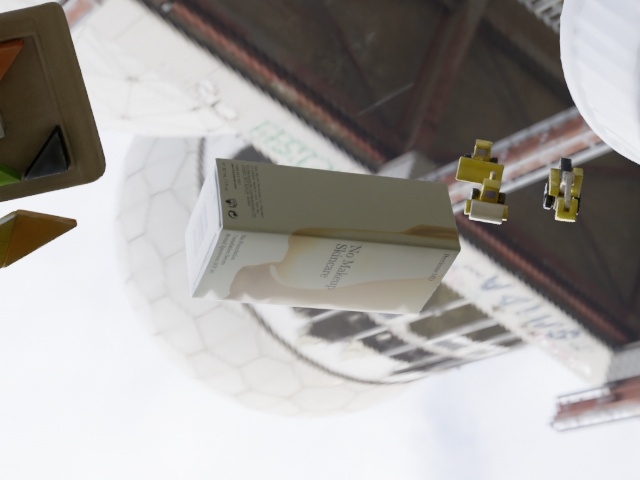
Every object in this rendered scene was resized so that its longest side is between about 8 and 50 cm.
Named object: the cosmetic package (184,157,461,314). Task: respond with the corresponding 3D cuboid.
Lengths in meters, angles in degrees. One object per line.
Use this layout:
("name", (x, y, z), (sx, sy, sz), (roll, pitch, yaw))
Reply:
("cosmetic package", (0.000, 0.000, 0.627), (0.115, 0.060, 0.041), (5, -127, -18))

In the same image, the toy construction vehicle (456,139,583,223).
("toy construction vehicle", (0.134, -0.041, 0.914), (0.086, 0.035, 0.098), (11, -155, 7))

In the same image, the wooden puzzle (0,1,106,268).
("wooden puzzle", (-0.114, -0.041, 0.460), (0.079, 0.014, 0.116), (-20, -60, -2))

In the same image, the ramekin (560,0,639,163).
("ramekin", (0.339, -0.156, 1.055), (0.277, 0.277, 0.135), (34, -164, -22))
